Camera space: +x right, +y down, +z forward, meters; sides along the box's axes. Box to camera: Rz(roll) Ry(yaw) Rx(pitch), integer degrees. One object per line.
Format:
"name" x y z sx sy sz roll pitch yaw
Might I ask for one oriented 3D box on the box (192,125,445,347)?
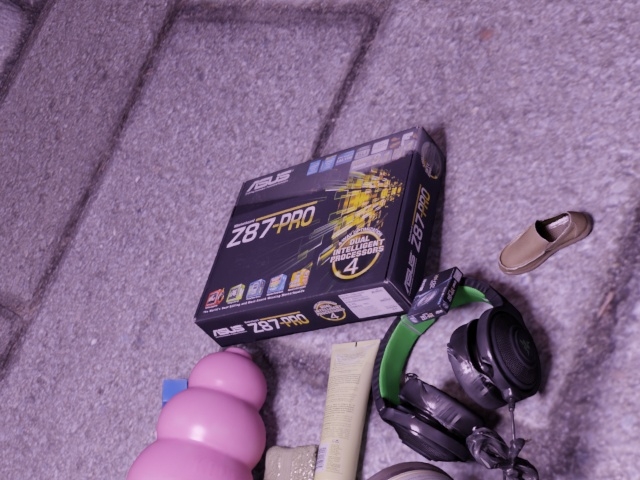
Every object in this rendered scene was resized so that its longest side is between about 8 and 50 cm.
"box" 0.000 0.000 1.606 0.395 0.097 0.318 -14 44 36

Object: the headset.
"headset" 0.181 0.192 1.314 0.243 0.185 0.394 -47 33 11

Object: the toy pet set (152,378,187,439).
"toy pet set" -0.247 0.303 1.712 0.122 0.065 0.114 -25 53 29

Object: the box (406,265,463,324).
"box" 0.166 0.080 1.405 0.067 0.018 0.083 -23 28 45

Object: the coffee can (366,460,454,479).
"coffee can" 0.161 0.411 1.151 0.201 0.201 0.275 -60 29 -3

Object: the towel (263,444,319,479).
"towel" -0.049 0.392 1.517 0.110 0.027 0.148 -11 60 36

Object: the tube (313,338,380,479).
"tube" 0.040 0.264 1.495 0.070 0.062 0.240 10 61 -2

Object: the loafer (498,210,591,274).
"loafer" 0.315 -0.003 1.402 0.148 0.050 0.056 -35 48 22

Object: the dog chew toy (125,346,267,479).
"dog chew toy" -0.180 0.328 1.554 0.207 0.206 0.331 -5 56 40
